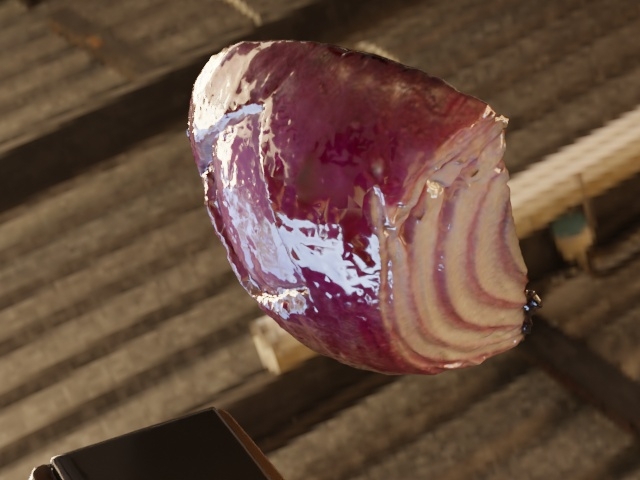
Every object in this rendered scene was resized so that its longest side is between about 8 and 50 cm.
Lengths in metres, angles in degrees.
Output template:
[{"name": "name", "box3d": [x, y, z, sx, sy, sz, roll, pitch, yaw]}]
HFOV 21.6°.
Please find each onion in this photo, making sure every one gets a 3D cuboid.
[{"name": "onion", "box3d": [0.000, 0.000, 1.042, 0.247, 0.250, 0.111, 16, -125, 29]}]

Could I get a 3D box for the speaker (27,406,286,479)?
[{"name": "speaker", "box3d": [-0.078, 0.249, 1.061, 0.153, 0.192, 0.231, -16, -133, -32]}]
